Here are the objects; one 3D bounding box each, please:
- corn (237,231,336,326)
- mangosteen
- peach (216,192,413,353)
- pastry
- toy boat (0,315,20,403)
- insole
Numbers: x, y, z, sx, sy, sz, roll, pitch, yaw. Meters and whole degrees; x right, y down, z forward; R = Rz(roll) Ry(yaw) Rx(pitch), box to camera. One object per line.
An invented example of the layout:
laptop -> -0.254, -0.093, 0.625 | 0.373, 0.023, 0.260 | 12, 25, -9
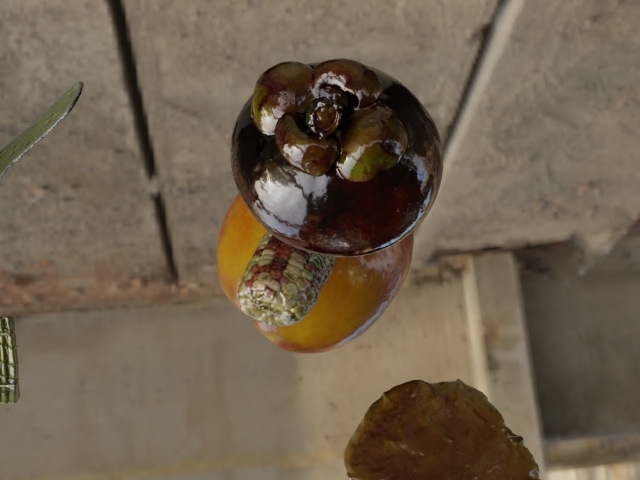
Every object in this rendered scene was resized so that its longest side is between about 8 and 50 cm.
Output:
corn -> -0.012, -0.013, 1.444 | 0.086, 0.253, 0.086 | 17, 143, 13
mangosteen -> 0.009, -0.055, 0.785 | 0.140, 0.140, 0.140 | -6, 163, -2
peach -> 0.000, 0.000, 1.665 | 0.238, 0.281, 0.281 | 38, 160, 4
pastry -> 0.139, 0.261, 1.442 | 0.229, 0.218, 0.100 | 17, 157, 12
toy boat -> -0.427, 0.157, 1.731 | 0.063, 0.115, 0.016 | -3, -177, 14
insole -> -0.427, -0.107, 1.780 | 0.322, 0.109, 0.007 | -38, 120, 23
